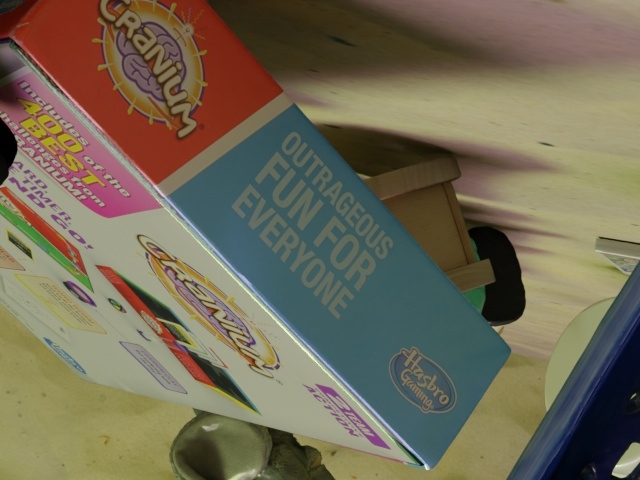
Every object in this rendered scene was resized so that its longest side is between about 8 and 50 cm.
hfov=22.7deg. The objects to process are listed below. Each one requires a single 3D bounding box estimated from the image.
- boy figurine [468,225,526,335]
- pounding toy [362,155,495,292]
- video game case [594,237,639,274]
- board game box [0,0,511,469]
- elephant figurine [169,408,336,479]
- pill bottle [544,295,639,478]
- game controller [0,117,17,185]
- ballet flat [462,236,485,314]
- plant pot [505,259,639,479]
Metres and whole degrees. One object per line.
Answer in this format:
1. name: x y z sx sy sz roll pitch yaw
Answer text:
1. boy figurine: 0.066 0.082 1.308 0.177 0.092 0.285 -7 157 -18
2. pounding toy: 0.014 -0.023 0.960 0.154 0.154 0.269 -19 177 14
3. video game case: 0.257 0.019 1.180 0.087 0.011 0.122 10 175 22
4. board game box: -0.098 -0.017 0.710 0.242 0.064 0.316 48 157 -26
5. elephant figurine: -0.060 0.188 1.493 0.169 0.239 0.186 9 176 -36
6. pill bottle: 0.355 0.148 1.381 0.334 0.187 0.188 16 174 -39
7. game controller: -0.224 -0.097 0.474 0.166 0.067 0.319 25 168 30
8. ballet flat: 0.000 0.000 1.133 0.247 0.087 0.083 15 155 -10
9. plant pot: 0.270 0.132 0.837 0.212 0.236 0.236 8 -152 -47
